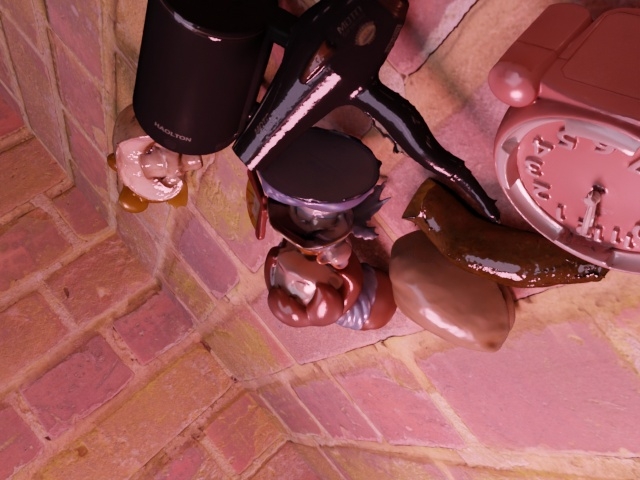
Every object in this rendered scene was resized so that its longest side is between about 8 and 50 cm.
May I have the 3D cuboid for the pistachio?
[{"bbox_3d":[0.195,0.078,0.849,0.223,0.126,0.152,46,118,8],"label":"pistachio"}]

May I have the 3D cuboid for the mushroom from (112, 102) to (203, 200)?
[{"bbox_3d":[-0.392,-0.236,1.335,0.253,0.195,0.188,97,161,-63],"label":"mushroom"}]

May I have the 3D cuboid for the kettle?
[{"bbox_3d":[-0.170,-0.275,0.885,0.262,0.203,0.308,51,151,4],"label":"kettle"}]

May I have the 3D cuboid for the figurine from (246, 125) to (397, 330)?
[{"bbox_3d":[-0.002,0.000,0.969,0.277,0.248,0.388,38,142,30],"label":"figurine"}]

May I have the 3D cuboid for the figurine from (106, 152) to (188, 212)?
[{"bbox_3d":[-0.487,-0.182,1.553,0.228,0.215,0.215,-5,121,43],"label":"figurine"}]

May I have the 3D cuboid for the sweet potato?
[{"bbox_3d":[0.231,0.001,0.733,0.286,0.085,0.112,27,136,39],"label":"sweet potato"}]

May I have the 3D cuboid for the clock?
[{"bbox_3d":[0.283,-0.077,0.513,0.227,0.142,0.241,32,158,34],"label":"clock"}]

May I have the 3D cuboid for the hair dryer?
[{"bbox_3d":[0.075,-0.120,0.701,0.359,0.120,0.303,43,117,0],"label":"hair dryer"}]
